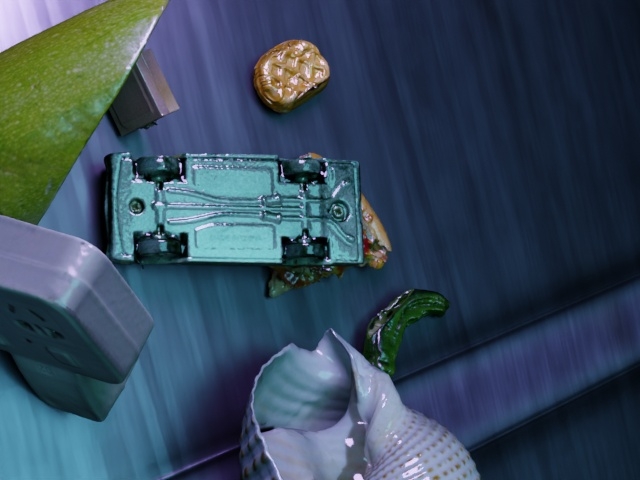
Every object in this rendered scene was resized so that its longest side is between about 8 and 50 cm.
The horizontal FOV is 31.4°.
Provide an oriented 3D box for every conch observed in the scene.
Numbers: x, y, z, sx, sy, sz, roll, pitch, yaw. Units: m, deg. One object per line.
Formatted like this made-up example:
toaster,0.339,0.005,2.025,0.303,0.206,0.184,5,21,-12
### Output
conch,0.028,0.288,1.349,0.303,0.215,0.319,-5,46,-45

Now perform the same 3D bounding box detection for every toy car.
toy car,-0.103,-0.030,1.370,0.320,0.097,0.141,1,82,-20

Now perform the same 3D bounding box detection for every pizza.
pizza,0.000,0.000,1.468,0.188,0.062,0.199,46,61,-17

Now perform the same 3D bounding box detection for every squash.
squash,-0.245,-0.146,1.232,0.288,0.111,0.203,-26,99,-12

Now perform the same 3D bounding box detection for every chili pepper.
chili pepper,0.110,0.115,1.532,0.182,0.050,0.073,-41,98,-35

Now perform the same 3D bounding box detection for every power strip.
power strip,-0.272,0.063,1.178,0.141,0.229,0.261,-62,149,-27

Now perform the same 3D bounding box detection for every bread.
bread,-0.039,-0.217,1.488,0.110,0.044,0.083,-36,101,-31

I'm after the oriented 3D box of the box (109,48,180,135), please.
box,-0.215,-0.171,1.333,0.035,0.079,0.083,-35,103,-49
